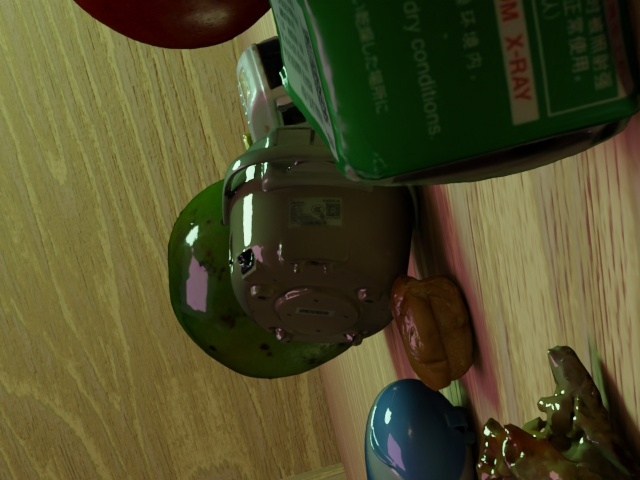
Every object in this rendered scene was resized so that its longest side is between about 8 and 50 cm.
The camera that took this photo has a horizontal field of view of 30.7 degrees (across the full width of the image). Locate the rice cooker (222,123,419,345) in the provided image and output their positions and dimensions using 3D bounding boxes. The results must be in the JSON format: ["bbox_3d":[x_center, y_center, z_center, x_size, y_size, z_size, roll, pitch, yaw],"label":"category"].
[{"bbox_3d":[0.000,0.000,0.858,0.206,0.145,0.127,86,-175,-68],"label":"rice cooker"}]

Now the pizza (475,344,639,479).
[{"bbox_3d":[0.127,0.212,0.450,0.251,0.074,0.288,-121,15,-68],"label":"pizza"}]

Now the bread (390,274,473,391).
[{"bbox_3d":[0.075,0.060,0.785,0.081,0.046,0.083,76,176,-46],"label":"bread"}]

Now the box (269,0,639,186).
[{"bbox_3d":[0.018,-0.152,0.389,0.180,0.103,0.250,-114,9,-68],"label":"box"}]

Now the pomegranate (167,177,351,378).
[{"bbox_3d":[-0.049,0.015,1.292,0.302,0.236,0.236,-84,-17,-65],"label":"pomegranate"}]

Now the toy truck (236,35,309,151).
[{"bbox_3d":[-0.007,-0.066,0.973,0.098,0.114,0.227,-108,6,-47],"label":"toy truck"}]

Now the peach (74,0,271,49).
[{"bbox_3d":[-0.140,-0.274,1.009,0.362,0.257,0.201,87,173,-58],"label":"peach"}]

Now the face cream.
[{"bbox_3d":[0.081,0.198,0.944,0.264,0.083,0.149,82,169,-59],"label":"face cream"}]
